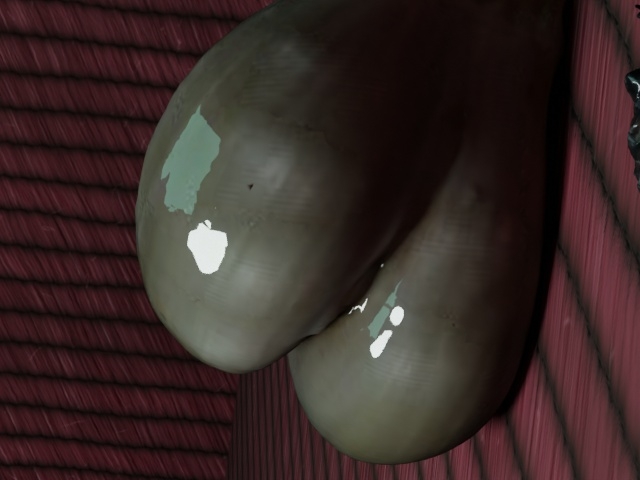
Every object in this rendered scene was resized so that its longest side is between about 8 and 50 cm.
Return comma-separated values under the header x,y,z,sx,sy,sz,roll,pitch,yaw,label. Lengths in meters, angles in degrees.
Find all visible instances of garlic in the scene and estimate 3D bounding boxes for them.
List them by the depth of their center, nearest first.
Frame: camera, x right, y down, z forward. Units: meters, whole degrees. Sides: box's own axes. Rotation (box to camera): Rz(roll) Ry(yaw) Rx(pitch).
x,y,z,sx,sy,sz,roll,pitch,yaw,label
0.000,0.000,1.103,0.340,0.231,0.246,117,156,-58,garlic

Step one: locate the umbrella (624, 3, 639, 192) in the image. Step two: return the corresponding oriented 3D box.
x,y,z,sx,sy,sz,roll,pitch,yaw,label
0.138,-0.064,0.741,0.037,0.040,0.144,154,121,-73,umbrella
